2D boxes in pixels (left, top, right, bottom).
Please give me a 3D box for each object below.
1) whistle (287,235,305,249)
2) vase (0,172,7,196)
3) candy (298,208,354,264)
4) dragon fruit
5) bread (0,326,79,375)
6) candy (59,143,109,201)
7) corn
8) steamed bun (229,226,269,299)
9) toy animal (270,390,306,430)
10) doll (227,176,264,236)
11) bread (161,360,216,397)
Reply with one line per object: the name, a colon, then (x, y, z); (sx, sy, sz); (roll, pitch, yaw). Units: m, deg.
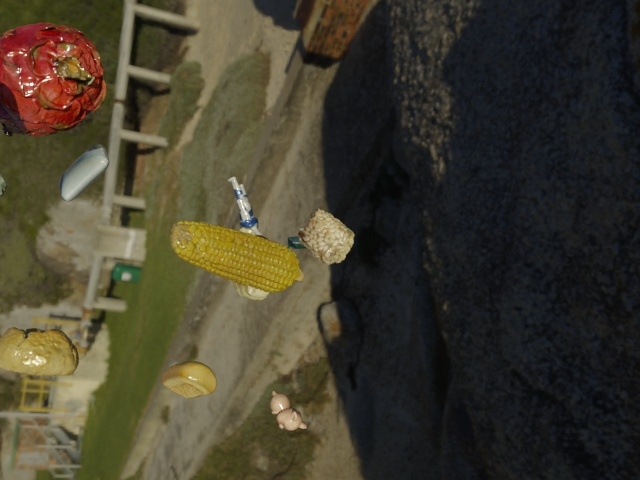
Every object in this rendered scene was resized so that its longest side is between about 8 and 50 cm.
whistle: (0.000, 0.000, 1.881); (0.039, 0.186, 0.039); (175, 90, -78)
vase: (-0.752, -0.218, 1.296); (0.245, 0.244, 0.291); (-117, 29, -55)
candy: (0.010, -0.007, 1.413); (0.095, 0.110, 0.085); (-56, -20, 0)
dragon fruit: (-0.680, -0.390, 1.645); (0.342, 0.277, 0.278); (-4, 76, 33)
bread: (-0.838, 0.325, 2.000); (0.244, 0.244, 0.134); (176, 102, -67)
candy: (-0.688, -0.199, 1.954); (0.174, 0.071, 0.138); (-44, 34, 3)
corn: (-0.179, 0.036, 1.491); (0.119, 0.321, 0.119); (-50, 29, 42)
steamed bun: (-0.179, 0.047, 1.748); (0.140, 0.155, 0.172); (8, 50, 45)
toy animal: (-0.110, 0.535, 2.109); (0.150, 0.083, 0.089); (44, 107, 27)
doll: (-0.216, -0.071, 1.967); (0.114, 0.057, 0.227); (68, 179, -76)
bread: (-0.429, 0.453, 2.227); (0.217, 0.147, 0.098); (-22, 41, 48)
